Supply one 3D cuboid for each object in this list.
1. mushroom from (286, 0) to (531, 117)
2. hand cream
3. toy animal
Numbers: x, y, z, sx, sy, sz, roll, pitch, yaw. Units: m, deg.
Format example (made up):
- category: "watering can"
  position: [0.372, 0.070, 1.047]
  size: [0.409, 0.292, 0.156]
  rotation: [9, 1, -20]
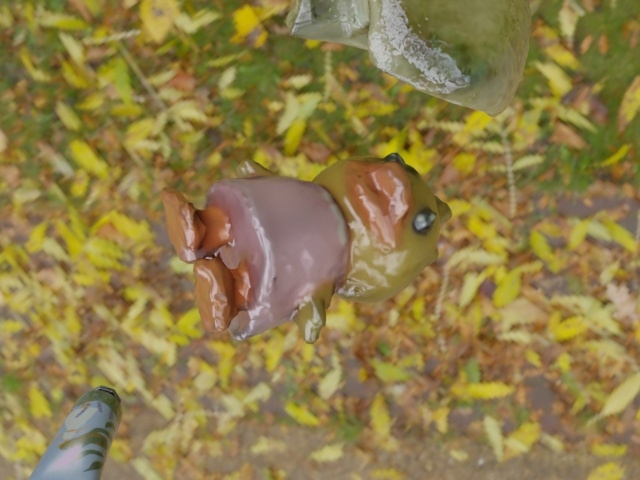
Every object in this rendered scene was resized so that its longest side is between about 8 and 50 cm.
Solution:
- category: "mushroom"
  position: [0.129, -0.276, 1.535]
  size: [0.292, 0.212, 0.217]
  rotation: [20, 104, -21]
- category: "hand cream"
  position: [-0.253, 0.226, 1.472]
  size: [0.088, 0.256, 0.055]
  rotation: [5, 110, 2]
- category: "toy animal"
  position: [0.001, 0.001, 1.324]
  size: [0.169, 0.281, 0.195]
  rotation: [107, 142, -63]
